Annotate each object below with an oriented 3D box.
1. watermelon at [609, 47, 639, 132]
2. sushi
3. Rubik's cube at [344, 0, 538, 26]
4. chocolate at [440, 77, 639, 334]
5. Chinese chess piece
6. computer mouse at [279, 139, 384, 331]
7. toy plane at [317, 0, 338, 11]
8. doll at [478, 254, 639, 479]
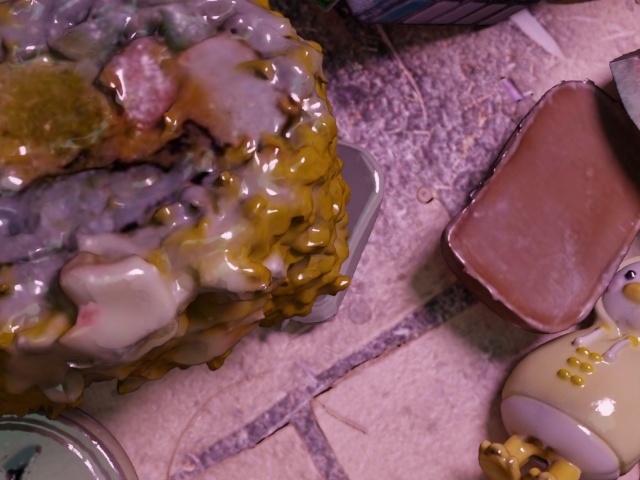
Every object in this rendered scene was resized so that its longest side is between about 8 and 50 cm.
[{"bbox_3d":[0.407,-0.134,1.115,0.256,0.260,0.176,36,111,14],"label":"watermelon"},{"bbox_3d":[-0.176,-0.045,0.923,0.396,0.240,0.351,-20,67,-6],"label":"sushi"},{"bbox_3d":[0.150,-0.366,1.013,0.293,0.292,0.287,-16,82,-55],"label":"Rubik's cube"},{"bbox_3d":[0.213,-0.028,1.127,0.161,0.083,0.261,44,65,-4],"label":"chocolate"},{"bbox_3d":[-0.255,0.241,0.990,0.237,0.092,0.238,2,81,-12],"label":"Chinese chess piece"},{"bbox_3d":[0.000,0.000,1.094,0.089,0.056,0.182,19,83,15],"label":"computer mouse"},{"bbox_3d":[-0.009,-0.296,1.129,0.174,0.080,0.174,2,79,-9],"label":"toy plane"},{"bbox_3d":[0.260,0.111,1.096,0.141,0.117,0.296,22,69,39],"label":"doll"}]
